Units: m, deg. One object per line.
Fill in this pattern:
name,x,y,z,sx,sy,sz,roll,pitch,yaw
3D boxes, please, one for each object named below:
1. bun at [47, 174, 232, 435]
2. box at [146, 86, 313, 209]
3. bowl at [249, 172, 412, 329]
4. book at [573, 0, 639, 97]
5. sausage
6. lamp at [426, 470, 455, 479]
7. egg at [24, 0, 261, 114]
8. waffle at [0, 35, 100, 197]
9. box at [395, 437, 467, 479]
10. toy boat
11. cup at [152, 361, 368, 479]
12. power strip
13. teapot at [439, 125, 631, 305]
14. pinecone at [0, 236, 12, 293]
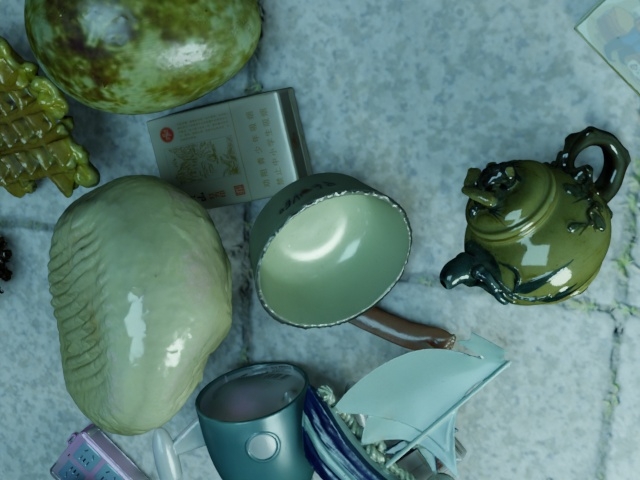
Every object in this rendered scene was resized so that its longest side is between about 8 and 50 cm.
bun,-0.226,0.082,1.309,0.361,0.213,0.360,21,115,58
box,-0.120,-0.117,1.335,0.201,0.058,0.141,-11,99,21
bowl,0.000,0.000,1.267,0.211,0.212,0.112,-63,35,21
book,0.448,-0.260,1.109,0.202,0.027,0.264,48,114,4
sausage,0.092,0.109,1.323,0.177,0.040,0.047,23,104,13
lamp,0.133,0.257,1.307,0.050,0.056,0.198,-19,78,27
egg,-0.219,-0.276,1.238,0.290,0.238,0.238,-2,103,4
waffle,-0.433,-0.165,1.368,0.301,0.058,0.281,19,138,32
box,0.138,0.303,1.357,0.117,0.036,0.050,-38,88,23
toy boat,0.120,0.243,1.266,0.292,0.070,0.210,-20,100,11
cup,-0.076,0.279,1.365,0.300,0.167,0.173,-12,108,-3
power strip,-0.297,0.406,1.540,0.279,0.037,0.109,43,113,5
teapot,0.244,-0.033,1.152,0.269,0.173,0.182,-46,124,-2
pinecone,-0.523,0.036,1.489,0.121,0.140,0.140,-7,103,-12
